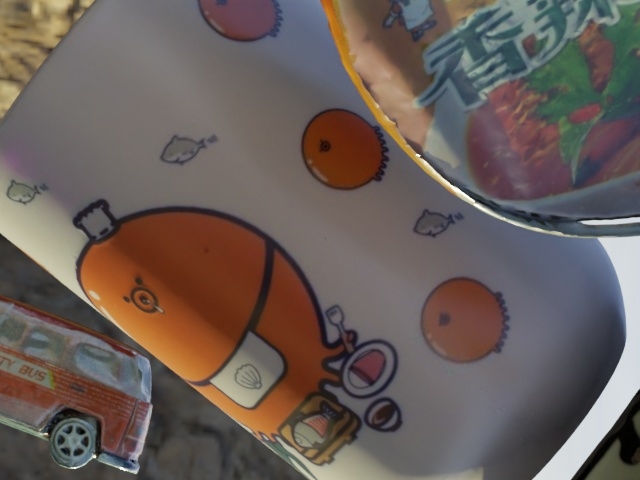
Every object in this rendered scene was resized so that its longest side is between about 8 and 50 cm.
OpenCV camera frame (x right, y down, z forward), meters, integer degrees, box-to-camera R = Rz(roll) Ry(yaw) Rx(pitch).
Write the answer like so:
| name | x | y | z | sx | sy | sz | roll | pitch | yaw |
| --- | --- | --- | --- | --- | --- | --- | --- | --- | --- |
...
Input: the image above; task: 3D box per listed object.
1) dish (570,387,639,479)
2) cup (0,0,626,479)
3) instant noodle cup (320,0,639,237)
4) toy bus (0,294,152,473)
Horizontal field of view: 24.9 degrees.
| name | x | y | z | sx | sy | sz | roll | pitch | yaw |
| --- | --- | --- | --- | --- | --- | --- | --- | --- | --- |
| dish | 0.203 | 0.158 | 0.780 | 0.303 | 0.120 | 0.303 | -51 | 172 | -10 |
| cup | 0.000 | 0.000 | 0.789 | 0.212 | 0.317 | 0.212 | -51 | -179 | 2 |
| instant noodle cup | 0.106 | -0.179 | 0.532 | 0.214 | 0.296 | 0.296 | -114 | -157 | -48 |
| toy bus | -0.267 | 0.114 | 1.251 | 0.121 | 0.265 | 0.119 | 126 | -15 | -79 |
